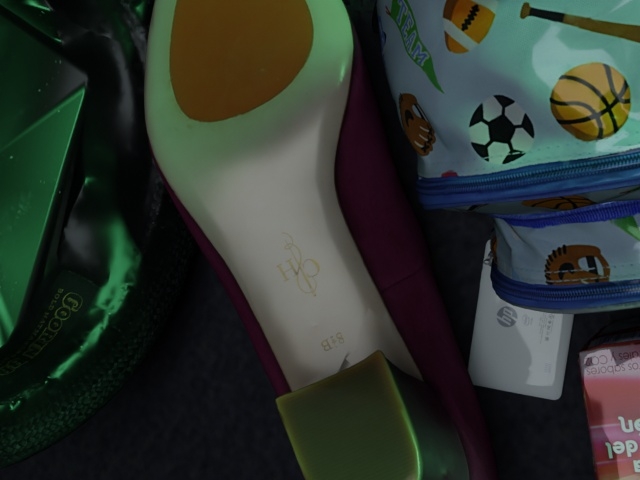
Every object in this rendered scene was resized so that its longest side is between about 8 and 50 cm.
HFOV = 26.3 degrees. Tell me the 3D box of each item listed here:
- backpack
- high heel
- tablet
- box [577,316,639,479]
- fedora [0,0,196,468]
[{"bbox_3d":[0.145,-0.077,0.608,0.276,0.263,0.213,-16,88,17],"label":"backpack"},{"bbox_3d":[0.000,0.000,0.767,0.127,0.181,0.377,-17,66,12],"label":"high heel"},{"bbox_3d":[0.113,0.044,0.760,0.054,0.006,0.083,9,95,17],"label":"tablet"},{"bbox_3d":[0.263,0.086,0.650,0.257,0.128,0.122,-9,90,17],"label":"box"},{"bbox_3d":[-0.223,-0.040,0.759,0.152,0.334,0.334,-4,92,51],"label":"fedora"}]
